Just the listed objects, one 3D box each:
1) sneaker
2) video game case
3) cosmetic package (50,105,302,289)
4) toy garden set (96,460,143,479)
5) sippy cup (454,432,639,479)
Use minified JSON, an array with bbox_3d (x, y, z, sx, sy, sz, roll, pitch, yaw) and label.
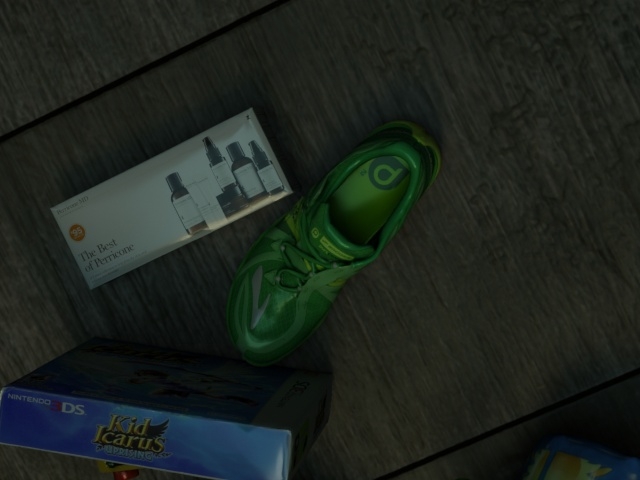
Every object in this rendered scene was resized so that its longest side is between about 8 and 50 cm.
[{"bbox_3d":[0.000,0.000,1.228,0.109,0.123,0.295,39,101,3],"label":"sneaker"},{"bbox_3d":[-0.138,0.160,1.207,0.270,0.244,0.061,8,96,8],"label":"video game case"},{"bbox_3d":[-0.149,-0.044,1.280,0.239,0.060,0.098,-26,91,11],"label":"cosmetic package"},{"bbox_3d":[-0.129,0.278,1.285,0.244,0.049,0.203,-8,94,26],"label":"toy garden set"},{"bbox_3d":[0.253,0.310,1.172,0.240,0.305,0.224,15,79,30],"label":"sippy cup"}]
